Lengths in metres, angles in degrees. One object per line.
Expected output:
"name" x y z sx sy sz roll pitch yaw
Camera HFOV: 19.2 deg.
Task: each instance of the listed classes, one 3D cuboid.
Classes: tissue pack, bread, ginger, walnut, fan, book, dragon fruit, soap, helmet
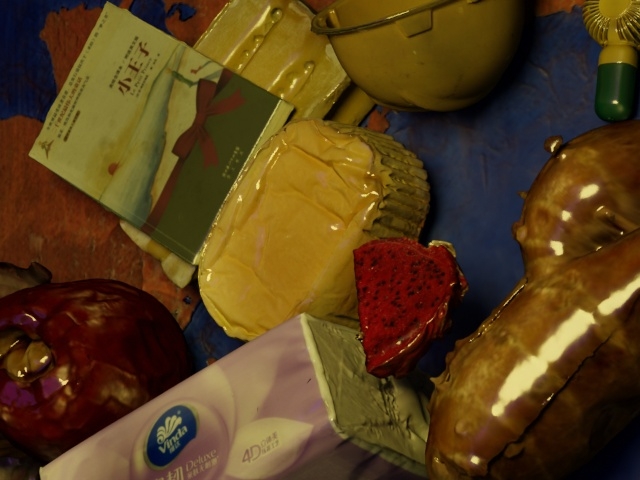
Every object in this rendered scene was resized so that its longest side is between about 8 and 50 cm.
"tissue pack" -0.061 0.221 1.807 0.338 0.242 0.160 -32 57 21
"bread" 0.000 0.000 1.901 0.179 0.133 0.250 31 98 32
"ginger" 0.229 0.058 1.713 0.418 0.176 0.254 -51 48 7
"walnut" -0.269 0.146 1.955 0.244 0.269 0.221 -24 67 21
"fan" 0.291 -0.190 1.831 0.082 0.039 0.155 -2 74 33
"book" -0.175 -0.116 2.016 0.289 0.026 0.201 30 94 35
"dragon fruit" 0.094 0.064 1.756 0.106 0.083 0.162 -27 36 19
"soap" -0.087 -0.113 2.027 0.199 0.091 0.315 43 101 36
"helmet" 0.123 -0.201 1.881 0.205 0.257 0.140 7 121 57

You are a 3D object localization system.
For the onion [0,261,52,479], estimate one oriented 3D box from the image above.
"onion" -0.422 0.161 2.064 0.146 0.280 0.314 0 74 49
